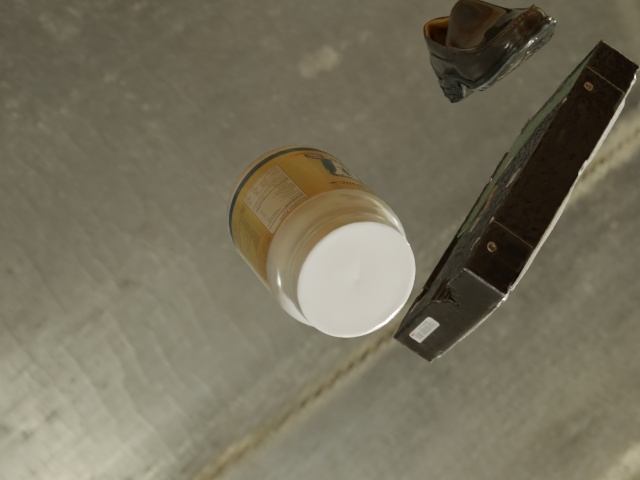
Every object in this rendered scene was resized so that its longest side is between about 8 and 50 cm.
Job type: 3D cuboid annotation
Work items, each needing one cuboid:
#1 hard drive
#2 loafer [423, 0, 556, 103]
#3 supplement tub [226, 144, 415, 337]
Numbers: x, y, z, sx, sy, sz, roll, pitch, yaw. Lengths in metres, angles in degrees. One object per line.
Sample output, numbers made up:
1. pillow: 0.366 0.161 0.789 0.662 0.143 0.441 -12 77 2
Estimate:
1. hard drive: 0.217 -0.040 1.870 0.064 0.237 0.339 34 62 -2
2. loafer: 0.112 -0.142 1.193 0.062 0.170 0.061 -37 95 -18
3. supplement tub: 0.000 0.000 1.687 0.144 0.200 0.144 -9 116 -19
